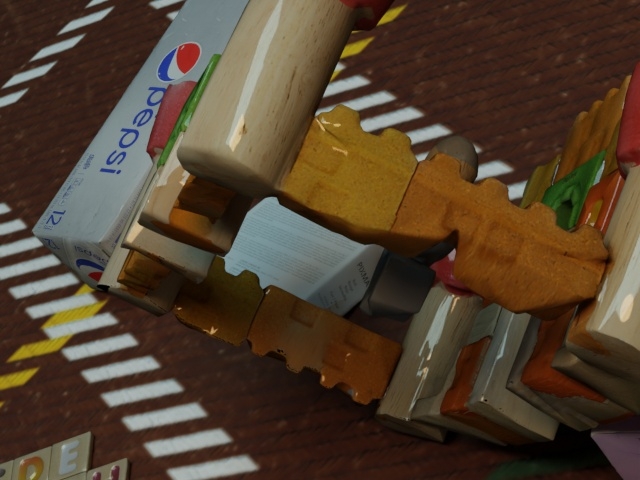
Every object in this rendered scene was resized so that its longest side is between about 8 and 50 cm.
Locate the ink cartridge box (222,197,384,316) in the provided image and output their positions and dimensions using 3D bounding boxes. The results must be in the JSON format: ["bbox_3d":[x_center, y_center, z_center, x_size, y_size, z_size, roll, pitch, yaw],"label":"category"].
[{"bbox_3d":[0.000,0.000,1.344,0.179,0.045,0.145,-37,35,-25],"label":"ink cartridge box"}]

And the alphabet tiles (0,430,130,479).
[{"bbox_3d":[-0.253,0.255,1.315,0.237,0.009,0.198,-22,43,22],"label":"alphabet tiles"}]

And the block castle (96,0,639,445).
[{"bbox_3d":[0.053,-0.040,0.995,0.212,0.303,0.453,-67,7,-16],"label":"block castle"}]

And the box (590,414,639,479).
[{"bbox_3d":[0.304,0.042,0.994,0.214,0.117,0.243,-4,50,35],"label":"box"}]

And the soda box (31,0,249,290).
[{"bbox_3d":[-0.126,-0.089,1.467,0.098,0.091,0.286,7,58,43],"label":"soda box"}]
